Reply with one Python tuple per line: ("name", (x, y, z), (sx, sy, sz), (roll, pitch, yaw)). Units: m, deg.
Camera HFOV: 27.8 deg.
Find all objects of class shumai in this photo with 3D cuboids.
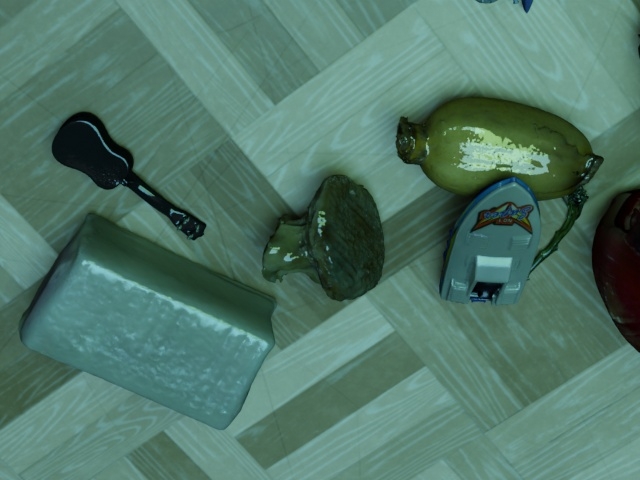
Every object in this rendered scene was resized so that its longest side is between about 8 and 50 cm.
("shumai", (0.000, 0.000, 1.941), (0.153, 0.161, 0.209), (-6, 141, 25))

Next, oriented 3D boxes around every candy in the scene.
("candy", (-0.258, 0.130, 1.982), (0.359, 0.145, 0.208), (26, 112, -14))

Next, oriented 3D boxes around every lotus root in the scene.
("lotus root", (0.255, -0.131, 1.875), (0.303, 0.131, 0.146), (7, 100, -4))

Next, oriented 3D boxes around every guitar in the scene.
("guitar", (-0.280, -0.083, 1.939), (0.271, 0.038, 0.084), (40, 110, -17))

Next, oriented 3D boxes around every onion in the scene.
("onion", (0.572, 0.051, 1.864), (0.341, 0.341, 0.341), (0, 115, -1))

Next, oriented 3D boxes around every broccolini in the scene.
("broccolini", (0.361, -0.007, 1.987), (0.052, 0.054, 0.194), (9, 118, -26))

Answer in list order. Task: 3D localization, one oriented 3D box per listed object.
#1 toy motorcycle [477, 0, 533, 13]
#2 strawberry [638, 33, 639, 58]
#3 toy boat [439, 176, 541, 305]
("toy motorcycle", (0.272, -0.417, 1.776), (0.114, 0.076, 0.205), (9, 116, -13))
("strawberry", (0.599, -0.232, 1.785), (0.288, 0.238, 0.250), (-13, 145, -3))
("toy boat", (0.253, 0.001, 1.891), (0.129, 0.088, 0.295), (3, 145, -3))
